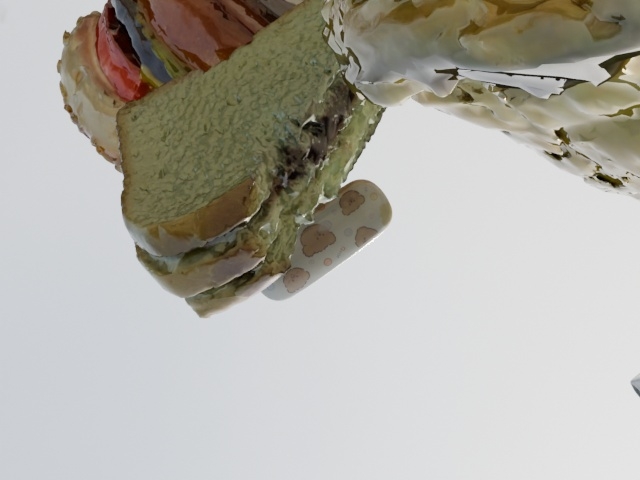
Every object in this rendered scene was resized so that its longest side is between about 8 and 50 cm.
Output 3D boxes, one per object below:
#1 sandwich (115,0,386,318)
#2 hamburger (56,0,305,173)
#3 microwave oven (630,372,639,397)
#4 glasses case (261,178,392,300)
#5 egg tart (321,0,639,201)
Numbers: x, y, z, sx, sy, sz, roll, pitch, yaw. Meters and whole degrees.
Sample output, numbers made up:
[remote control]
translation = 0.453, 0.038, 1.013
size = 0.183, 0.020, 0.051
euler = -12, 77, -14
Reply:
[sandwich]
translation = -0.032, -0.085, 1.129
size = 0.099, 0.288, 0.254
euler = 54, -172, -34
[hamburger]
translation = -0.095, -0.177, 1.439
size = 0.330, 0.250, 0.330
euler = 31, -151, -20
[microwave oven]
translation = 0.546, 0.185, 1.171
size = 0.432, 0.374, 0.236
euler = 51, 171, 7
[glasses case]
translation = 0.000, 0.000, 1.427
size = 0.063, 0.164, 0.041
euler = 54, -178, -14
[egg tart]
translation = 0.215, -0.131, 0.654
size = 0.178, 0.443, 0.443
euler = 68, -152, -12
